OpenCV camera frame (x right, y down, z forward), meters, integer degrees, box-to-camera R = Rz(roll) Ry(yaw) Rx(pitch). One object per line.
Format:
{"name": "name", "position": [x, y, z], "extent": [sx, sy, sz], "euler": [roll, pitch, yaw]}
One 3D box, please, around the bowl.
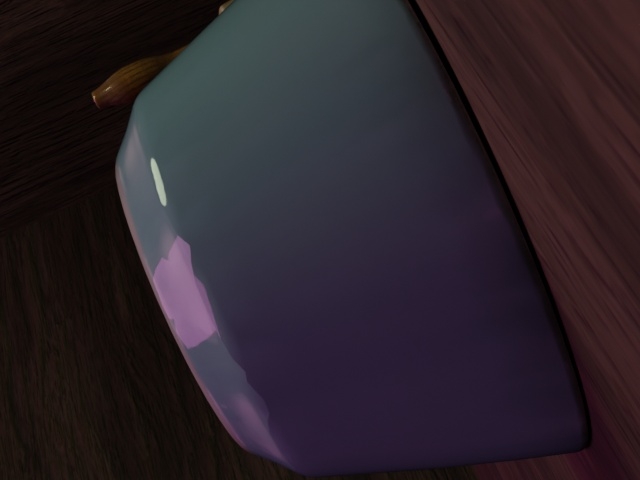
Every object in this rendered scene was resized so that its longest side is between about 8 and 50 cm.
{"name": "bowl", "position": [0.000, 0.000, 0.653], "extent": [0.311, 0.163, 0.311], "euler": [-23, -90, -90]}

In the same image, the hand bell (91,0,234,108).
{"name": "hand bell", "position": [-0.130, -0.201, 1.293], "extent": [0.126, 0.242, 0.126], "euler": [-24, -90, -89]}
